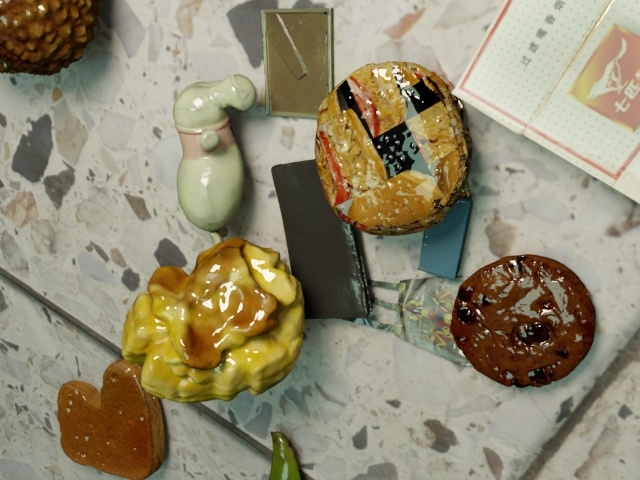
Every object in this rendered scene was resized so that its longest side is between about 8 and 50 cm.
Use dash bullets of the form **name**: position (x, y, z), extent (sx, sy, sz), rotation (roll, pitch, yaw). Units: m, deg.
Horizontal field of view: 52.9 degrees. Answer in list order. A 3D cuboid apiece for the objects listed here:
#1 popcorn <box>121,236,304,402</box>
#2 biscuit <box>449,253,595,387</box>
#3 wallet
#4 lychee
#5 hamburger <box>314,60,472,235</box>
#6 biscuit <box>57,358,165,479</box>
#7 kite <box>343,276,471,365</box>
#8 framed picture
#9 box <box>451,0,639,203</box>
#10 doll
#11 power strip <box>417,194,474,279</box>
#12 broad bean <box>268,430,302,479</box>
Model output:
- **popcorn**: position (-0.165, 0.134, 0.962), extent (0.332, 0.264, 0.225), rotation (-25, 88, 59)
- **biscuit**: position (0.268, 0.109, 0.858), extent (0.191, 0.049, 0.192), rotation (5, 106, 19)
- **wallet**: position (0.000, 0.000, 0.960), extent (0.124, 0.025, 0.245), rotation (-6, 102, 30)
- **lychee**: position (-0.449, -0.371, 0.925), extent (0.267, 0.267, 0.268), rotation (10, 114, 23)
- **hamburger**: position (0.084, -0.115, 0.820), extent (0.230, 0.106, 0.231), rotation (5, 102, 24)
- **biscuit**: position (-0.432, 0.354, 1.312), extent (0.276, 0.052, 0.262), rotation (1, 105, 27)
- **kite**: position (0.123, 0.102, 0.952), extent (0.245, 0.015, 0.141), rotation (10, 110, 23)
- **framed picture**: position (-0.032, -0.246, 0.897), extent (0.109, 0.011, 0.149), rotation (9, 113, 23)
- **box**: position (0.338, -0.173, 0.692), extent (0.330, 0.095, 0.210), rotation (35, 121, 12)
- **doll**: position (-0.166, -0.118, 0.947), extent (0.113, 0.155, 0.275), rotation (4, 117, -15)
- **power strip**: position (0.170, -0.008, 0.876), extent (0.056, 0.032, 0.123), rotation (15, 115, 21)
- **broad bean**: position (-0.052, 0.503, 1.172), extent (0.077, 0.061, 0.339), rotation (-6, 107, 21)
